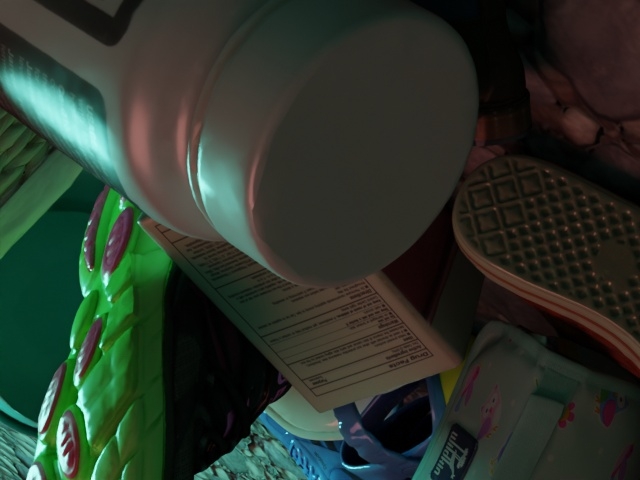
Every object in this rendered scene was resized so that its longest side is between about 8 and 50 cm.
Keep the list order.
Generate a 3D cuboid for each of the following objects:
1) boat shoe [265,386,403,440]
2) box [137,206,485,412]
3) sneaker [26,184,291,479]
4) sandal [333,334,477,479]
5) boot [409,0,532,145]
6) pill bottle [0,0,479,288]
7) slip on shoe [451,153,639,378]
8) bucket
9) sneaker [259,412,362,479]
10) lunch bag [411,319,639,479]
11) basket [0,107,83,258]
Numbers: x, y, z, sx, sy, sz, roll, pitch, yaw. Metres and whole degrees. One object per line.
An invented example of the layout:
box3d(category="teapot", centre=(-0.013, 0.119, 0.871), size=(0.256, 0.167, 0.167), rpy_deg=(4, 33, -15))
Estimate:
box3d(category="boat shoe", centre=(-0.029, 0.135, 1.664), size=(0.319, 0.116, 0.099), rpy_deg=(4, -176, 40))
box3d(category="box", centre=(0.000, 0.000, 1.239), size=(0.148, 0.127, 0.232), rpy_deg=(-23, 121, 35))
box3d(category="sneaker", centre=(-0.102, 0.098, 1.296), size=(0.202, 0.483, 0.185), rpy_deg=(27, 131, -19))
box3d(category="sandal", centre=(0.082, 0.193, 1.496), size=(0.138, 0.126, 0.317), rpy_deg=(-5, 142, -2))
box3d(category="boot", centre=(0.055, -0.142, 1.057), size=(0.219, 0.082, 0.106), rpy_deg=(24, 130, 45))
box3d(category="pill bottle", centre=(-0.086, -0.124, 1.002), size=(0.361, 0.204, 0.204), rpy_deg=(35, 160, 39))
box3d(category="slip on shoe", centre=(0.240, 0.051, 1.094), size=(0.331, 0.123, 0.101), rpy_deg=(31, 175, 16))
box3d(category="bucket", centre=(-0.237, 0.069, 1.585), size=(0.281, 0.281, 0.183), rpy_deg=(40, 160, -7))
box3d(category="sneaker", centre=(0.004, 0.250, 1.810), size=(0.209, 0.082, 0.069), rpy_deg=(30, 158, 17))
box3d(category="lunch bag", centre=(0.156, 0.182, 1.194), size=(0.160, 0.223, 0.262), rpy_deg=(27, -177, 22))
box3d(category="basket", centre=(-0.386, -0.133, 1.327), size=(0.328, 0.331, 0.266), rpy_deg=(13, 145, 42))
